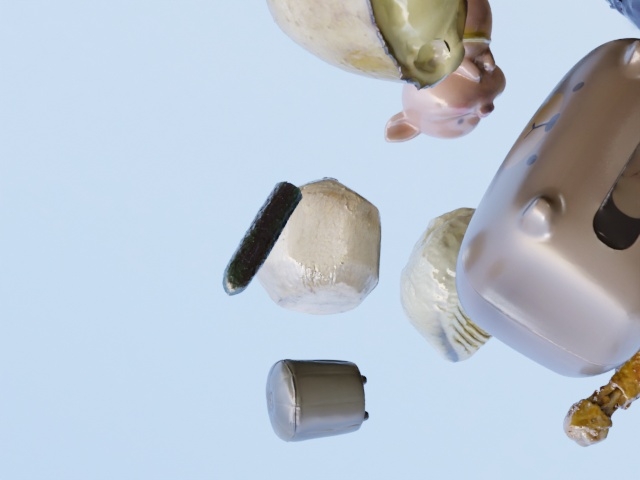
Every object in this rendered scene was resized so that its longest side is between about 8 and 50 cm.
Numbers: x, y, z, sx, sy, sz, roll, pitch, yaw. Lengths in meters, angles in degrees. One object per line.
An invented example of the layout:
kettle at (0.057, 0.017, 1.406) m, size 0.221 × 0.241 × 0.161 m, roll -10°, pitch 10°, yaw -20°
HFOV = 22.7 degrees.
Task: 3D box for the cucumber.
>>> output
cucumber at (-0.058, 0.000, 1.489) m, size 0.032 × 0.032 × 0.133 m, roll 36°, pitch -125°, yaw -8°

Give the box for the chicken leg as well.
chicken leg at (0.396, 0.164, 1.982) m, size 0.107 × 0.251 × 0.087 m, roll 50°, pitch 159°, yaw -7°

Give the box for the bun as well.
bun at (0.198, 0.056, 2.325) m, size 0.153 × 0.244 × 0.244 m, roll 34°, pitch -162°, yaw 31°

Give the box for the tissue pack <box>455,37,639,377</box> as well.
tissue pack at (0.344, -0.045, 1.892) m, size 0.267 × 0.387 × 0.277 m, roll 34°, pitch 161°, yaw 3°

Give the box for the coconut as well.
coconut at (-0.003, 0.000, 1.950) m, size 0.161 × 0.161 × 0.162 m, roll 18°, pitch -119°, yaw -40°

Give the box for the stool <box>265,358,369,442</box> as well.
stool at (-0.004, 0.180, 1.814) m, size 0.110 × 0.096 × 0.096 m, roll -3°, pitch -141°, yaw -17°

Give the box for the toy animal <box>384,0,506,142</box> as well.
toy animal at (0.172, -0.257, 2.181) m, size 0.165 × 0.248 × 0.149 m, roll -18°, pitch -147°, yaw -33°

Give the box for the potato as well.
potato at (0.037, -0.309, 1.777) m, size 0.242 × 0.242 × 0.285 m, roll -111°, pitch -1°, yaw -49°

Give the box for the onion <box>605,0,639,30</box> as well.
onion at (0.467, -0.412, 2.147) m, size 0.232 × 0.314 × 0.314 m, roll -10°, pitch -137°, yaw -15°
